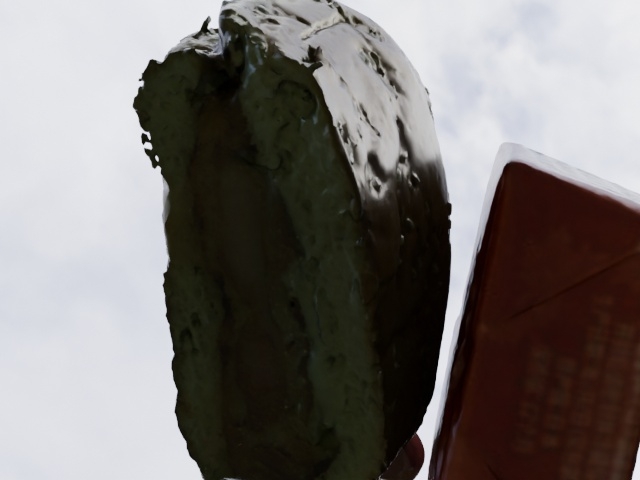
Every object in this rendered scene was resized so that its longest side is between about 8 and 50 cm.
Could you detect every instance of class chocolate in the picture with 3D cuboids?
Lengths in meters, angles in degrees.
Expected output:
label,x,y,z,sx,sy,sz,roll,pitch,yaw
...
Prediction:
label,x,y,z,sx,sy,sz,roll,pitch,yaw
chocolate,0.129,0.066,0.774,0.108,0.237,0.234,10,-83,7

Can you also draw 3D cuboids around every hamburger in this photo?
label,x,y,z,sx,sy,sz,roll,pitch,yaw
hamburger,0.000,0.000,0.755,0.132,0.211,0.308,1,-66,20

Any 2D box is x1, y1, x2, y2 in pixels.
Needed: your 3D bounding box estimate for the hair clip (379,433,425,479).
label,x,y,z,sx,sy,sz,roll,pitch,yaw
hair clip,-0.010,0.114,0.887,0.102,0.138,0.123,3,-32,-36
